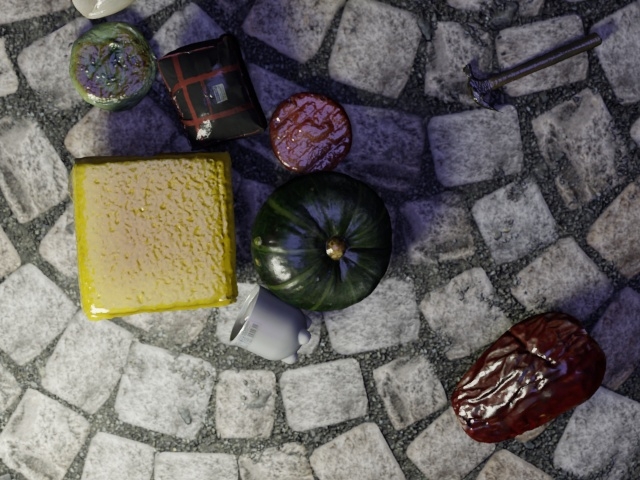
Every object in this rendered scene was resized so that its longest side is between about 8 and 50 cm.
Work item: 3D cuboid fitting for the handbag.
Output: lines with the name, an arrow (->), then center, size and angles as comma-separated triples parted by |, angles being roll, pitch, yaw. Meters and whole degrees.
handbag -> -0.221, -0.297, 1.660 | 0.169, 0.155, 0.215 | -18, 102, 8

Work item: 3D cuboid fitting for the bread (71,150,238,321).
bread -> -0.335, -0.013, 1.661 | 0.323, 0.143, 0.333 | -3, 95, -10

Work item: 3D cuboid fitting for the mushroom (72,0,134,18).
mushroom -> -0.400, -0.522, 1.653 | 0.212, 0.088, 0.097 | -30, 67, -3

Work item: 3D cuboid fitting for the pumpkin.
pumpkin -> 0.000, 0.000, 1.691 | 0.300, 0.207, 0.300 | -5, 106, -19

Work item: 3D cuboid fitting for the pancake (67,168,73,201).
pancake -> -0.490, -0.118, 1.754 | 0.115, 0.011, 0.115 | 0, 98, -2

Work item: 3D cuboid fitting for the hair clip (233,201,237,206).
hair clip -> -0.274, -0.017, 1.767 | 0.226, 0.034, 0.072 | -24, 103, 0

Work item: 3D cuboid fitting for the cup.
cup -> -0.108, 0.195, 1.727 | 0.142, 0.134, 0.173 | 28, 128, -13

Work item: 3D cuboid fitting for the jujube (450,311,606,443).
jujube -> 0.446, 0.305, 1.772 | 0.342, 0.216, 0.216 | -37, 99, 10

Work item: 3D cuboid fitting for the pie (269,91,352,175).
pie -> -0.021, -0.226, 1.733 | 0.182, 0.049, 0.182 | 0, 98, -1

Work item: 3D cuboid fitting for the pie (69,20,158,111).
pie -> -0.432, -0.363, 1.700 | 0.187, 0.041, 0.187 | 0, 98, -2

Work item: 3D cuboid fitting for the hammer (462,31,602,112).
hammer -> 0.455, -0.371, 1.737 | 0.297, 0.027, 0.125 | -24, 99, 2
